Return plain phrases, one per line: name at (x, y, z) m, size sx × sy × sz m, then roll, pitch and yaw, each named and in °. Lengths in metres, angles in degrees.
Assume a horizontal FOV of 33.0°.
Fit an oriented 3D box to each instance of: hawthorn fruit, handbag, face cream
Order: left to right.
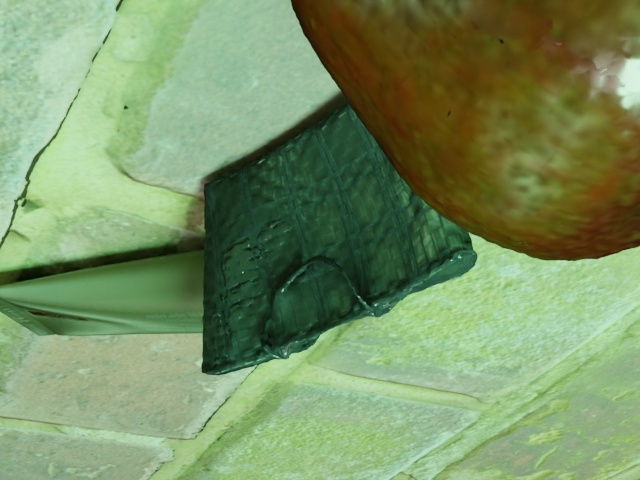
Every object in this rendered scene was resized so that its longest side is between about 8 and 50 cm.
face cream at (-0.148, 0.054, 1.028) m, size 0.341 × 0.084 × 0.137 m, roll -7°, pitch 157°, yaw 14°
handbag at (0.000, 0.000, 0.869) m, size 0.270 × 0.175 × 0.089 m, roll -27°, pitch 143°, yaw 32°
hawthorn fruit at (0.125, -0.146, 0.578) m, size 0.295 × 0.295 × 0.311 m, roll -34°, pitch 99°, yaw 36°
